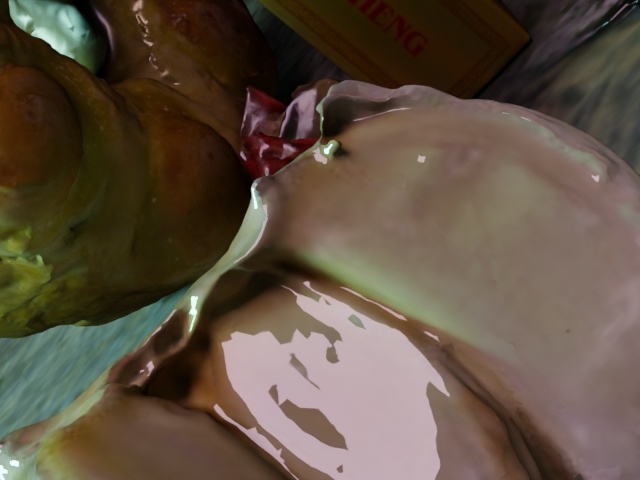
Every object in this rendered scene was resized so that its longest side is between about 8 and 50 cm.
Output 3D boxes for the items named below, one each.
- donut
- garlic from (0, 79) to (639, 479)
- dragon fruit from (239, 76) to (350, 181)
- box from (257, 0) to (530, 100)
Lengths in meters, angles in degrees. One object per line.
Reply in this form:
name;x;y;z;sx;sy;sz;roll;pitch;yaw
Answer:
donut;-0.159;-0.101;0.849;0.150;0.299;0.317;-40;42;36
garlic;0.013;0.102;0.575;0.203;0.184;0.281;40;72;17
dragon fruit;0.019;-0.006;0.776;0.092;0.122;0.192;-12;31;-8
box;-0.016;-0.185;0.863;0.076;0.174;0.274;-44;34;13
